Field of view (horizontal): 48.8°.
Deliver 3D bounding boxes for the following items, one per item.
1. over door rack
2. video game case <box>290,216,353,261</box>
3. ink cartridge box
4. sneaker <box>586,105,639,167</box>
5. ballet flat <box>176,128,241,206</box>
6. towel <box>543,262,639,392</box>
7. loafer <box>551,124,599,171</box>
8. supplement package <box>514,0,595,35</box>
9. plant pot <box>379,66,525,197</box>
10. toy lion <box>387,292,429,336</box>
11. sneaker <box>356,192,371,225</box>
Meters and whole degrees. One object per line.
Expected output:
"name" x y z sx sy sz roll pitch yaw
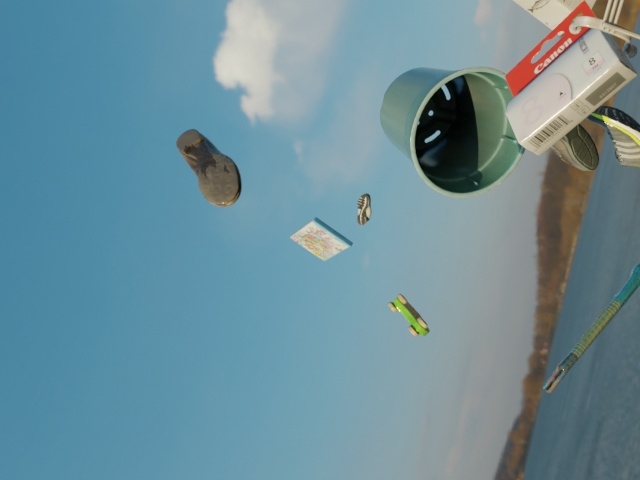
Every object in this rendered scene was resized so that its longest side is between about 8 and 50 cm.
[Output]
"over door rack" 0.556 -0.383 1.051 0.108 0.324 0.239 -94 19 -82
"video game case" 0.000 0.000 1.845 0.015 0.119 0.166 -61 13 -26
"ink cartridge box" 0.376 -0.275 1.137 0.189 0.066 0.232 -44 38 33
"sneaker" 0.905 -0.289 2.092 0.121 0.300 0.111 -55 1 35
"ballet flat" -0.207 -0.134 1.344 0.084 0.250 0.058 -39 -44 -4
"towel" 0.738 0.241 1.903 0.370 0.040 0.271 -45 -23 -13
"loafer" 0.664 -0.287 1.945 0.267 0.084 0.096 39 -109 -23
"supplement package" 0.566 -0.606 1.719 0.105 0.179 0.105 -60 11 -10
"plant pot" 0.341 -0.329 1.949 0.334 0.341 0.341 -128 41 -63
"toy lion" 0.176 0.144 1.358 0.034 0.100 0.096 -44 -30 9
"sneaker" 0.139 -0.101 2.180 0.044 0.040 0.109 -33 -39 -43
